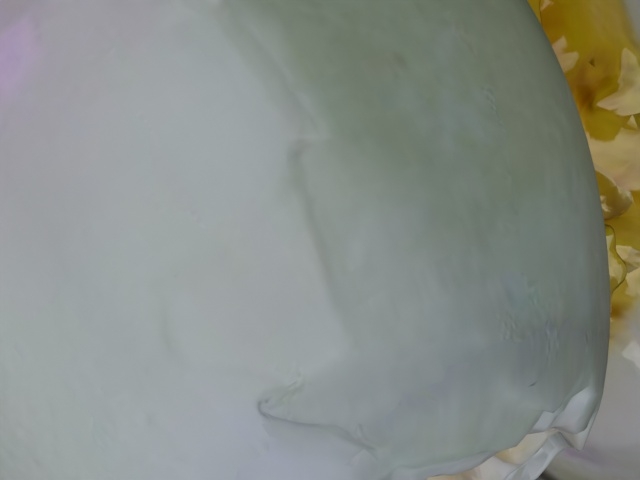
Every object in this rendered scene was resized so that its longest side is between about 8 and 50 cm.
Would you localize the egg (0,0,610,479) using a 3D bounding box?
[{"bbox_3d":[-0.029,-0.017,0.504,0.183,0.183,0.217,-31,72,8],"label":"egg"}]

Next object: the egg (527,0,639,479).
[{"bbox_3d":[0.000,0.000,0.981,0.340,0.354,0.354,-18,104,40],"label":"egg"}]
